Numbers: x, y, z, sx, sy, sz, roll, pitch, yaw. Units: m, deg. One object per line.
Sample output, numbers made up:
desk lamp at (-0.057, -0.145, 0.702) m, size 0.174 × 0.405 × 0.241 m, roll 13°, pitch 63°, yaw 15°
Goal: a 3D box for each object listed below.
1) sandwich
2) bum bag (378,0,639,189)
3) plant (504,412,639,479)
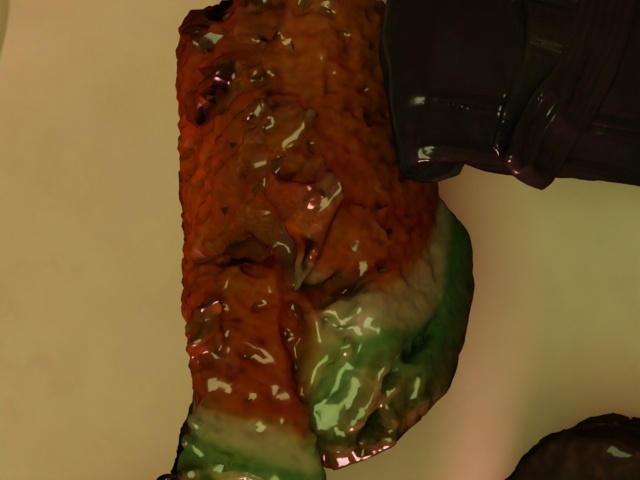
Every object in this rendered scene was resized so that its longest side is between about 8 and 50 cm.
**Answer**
sandwich at (0.000, 0.000, 0.982) m, size 0.162 × 0.250 × 0.301 m, roll 3°, pitch 89°, yaw -5°
bum bag at (0.144, -0.076, 0.969) m, size 0.248 × 0.060 × 0.123 m, roll 9°, pitch 72°, yaw -27°
plant at (0.152, 0.214, 0.916) m, size 0.215 × 0.312 × 0.213 m, roll 31°, pitch 105°, yaw 4°
